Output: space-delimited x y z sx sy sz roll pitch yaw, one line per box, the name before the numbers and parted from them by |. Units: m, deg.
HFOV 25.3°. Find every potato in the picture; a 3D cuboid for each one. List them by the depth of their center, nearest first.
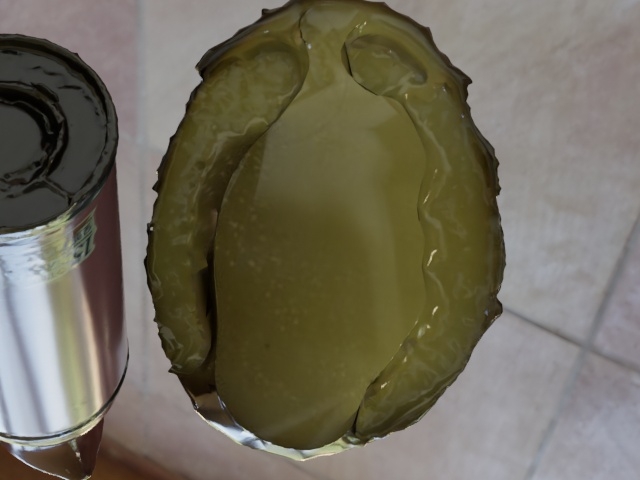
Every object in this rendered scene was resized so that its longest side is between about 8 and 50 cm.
potato | 0.000 0.000 0.938 0.242 0.285 0.242 -6 170 -1

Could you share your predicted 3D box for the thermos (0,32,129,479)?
thermos | -0.172 0.027 0.779 0.136 0.109 0.330 26 150 9
